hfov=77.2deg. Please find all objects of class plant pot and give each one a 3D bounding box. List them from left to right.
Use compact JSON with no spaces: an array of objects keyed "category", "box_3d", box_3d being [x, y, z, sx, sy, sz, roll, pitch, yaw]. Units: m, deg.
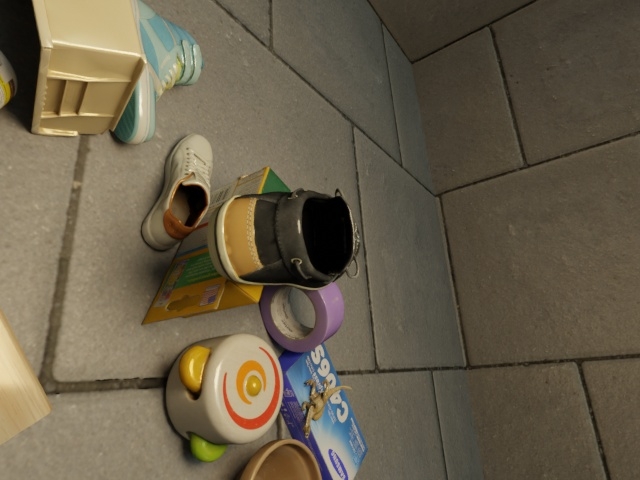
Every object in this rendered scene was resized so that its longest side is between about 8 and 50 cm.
[{"category":"plant pot","box_3d":[-0.103,0.512,0.771,0.237,0.109,0.238,28,54,-48]}]

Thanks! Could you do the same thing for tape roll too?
[{"category":"tape roll","box_3d":[-0.044,0.159,0.945,0.080,0.189,0.189,-16,89,-59]}]

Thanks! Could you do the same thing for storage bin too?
[{"category":"storage bin","box_3d":[-0.381,-0.327,0.601,0.123,0.260,0.262,-11,84,-40]}]

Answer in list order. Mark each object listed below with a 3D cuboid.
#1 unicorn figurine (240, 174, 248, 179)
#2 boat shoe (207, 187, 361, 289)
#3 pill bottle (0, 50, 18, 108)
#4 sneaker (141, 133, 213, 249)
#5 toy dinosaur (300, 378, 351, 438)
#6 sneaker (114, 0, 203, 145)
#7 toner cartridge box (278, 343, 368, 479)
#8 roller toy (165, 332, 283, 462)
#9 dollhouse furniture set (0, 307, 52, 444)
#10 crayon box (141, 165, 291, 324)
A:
[{"category":"unicorn figurine","box_3d":[-0.144,-0.126,1.044,0.162,0.060,0.111,30,52,-48]},{"category":"boat shoe","box_3d":[0.000,0.000,0.757,0.500,0.155,0.187,6,77,-67]},{"category":"pill bottle","box_3d":[-0.489,-0.166,0.484,0.117,0.117,0.215,46,41,-36]},{"category":"sneaker","box_3d":[-0.254,-0.117,0.817,0.106,0.123,0.290,38,45,-40]},{"category":"toy dinosaur","box_3d":[0.000,0.364,0.925,0.183,0.053,0.093,-33,120,-47]},{"category":"sneaker","box_3d":[-0.319,-0.329,0.813,0.208,0.127,0.319,4,73,-55]},{"category":"toner cartridge box","box_3d":[-0.002,0.429,0.993,0.165,0.075,0.348,-35,105,-54]},{"category":"roller toy","box_3d":[-0.169,0.271,0.745,0.191,0.146,0.209,-26,97,-58]},{"category":"dollhouse furniture set","box_3d":[-0.458,0.165,0.251,0.394,0.256,0.362,-33,104,-57]},{"category":"crayon box","box_3d":[-0.189,0.023,0.776,0.083,0.203,0.323,46,42,-36]}]
